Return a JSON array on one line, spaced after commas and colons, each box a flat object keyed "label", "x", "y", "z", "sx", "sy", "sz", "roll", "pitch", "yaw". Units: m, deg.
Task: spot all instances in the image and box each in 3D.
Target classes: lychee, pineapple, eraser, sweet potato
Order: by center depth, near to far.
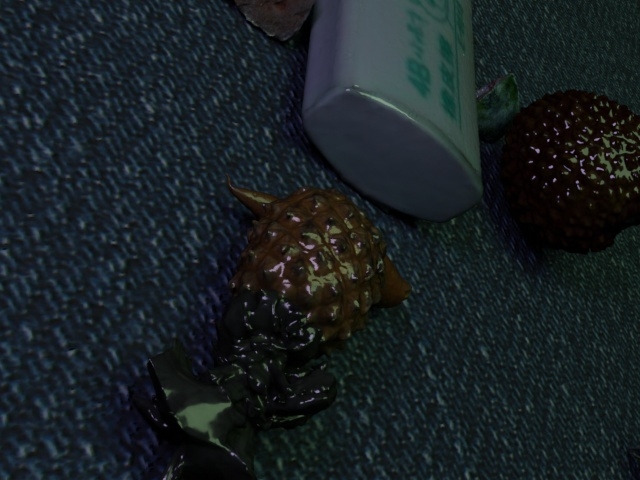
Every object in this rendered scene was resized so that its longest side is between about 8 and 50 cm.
[{"label": "pineapple", "x": -0.037, "y": 0.069, "z": 0.611, "sx": 0.237, "sy": 0.119, "sz": 0.111, "roll": -62, "pitch": 159, "yaw": -44}, {"label": "sweet potato", "x": 0.000, "y": 0.000, "z": 0.737, "sx": 0.195, "sy": 0.056, "sz": 0.056, "roll": 30, "pitch": 46, "yaw": -26}, {"label": "eraser", "x": 0.074, "y": -0.177, "z": 0.897, "sx": 0.189, "sy": 0.104, "sz": 0.290, "roll": 29, "pitch": 46, "yaw": -28}, {"label": "lychee", "x": 0.283, "y": -0.080, "z": 1.009, "sx": 0.188, "sy": 0.188, "sz": 0.188, "roll": 27, "pitch": 47, "yaw": -35}]

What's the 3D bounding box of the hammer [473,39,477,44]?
[{"label": "hammer", "x": 0.173, "y": -0.230, "z": 1.104, "sx": 0.019, "sy": 0.035, "sz": 0.110, "roll": 56, "pitch": 29, "yaw": -2}]

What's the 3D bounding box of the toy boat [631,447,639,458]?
[{"label": "toy boat", "x": 0.375, "y": 0.247, "z": 0.962, "sx": 0.091, "sy": 0.110, "sz": 0.175, "roll": -13, "pitch": 118, "yaw": -50}]

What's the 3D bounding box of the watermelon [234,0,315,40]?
[{"label": "watermelon", "x": -0.085, "y": -0.287, "z": 0.819, "sx": 0.241, "sy": 0.094, "sz": 0.154, "roll": 47, "pitch": 29, "yaw": -17}]

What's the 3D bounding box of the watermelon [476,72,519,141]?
[{"label": "watermelon", "x": 0.192, "y": -0.152, "z": 1.068, "sx": 0.085, "sy": 0.085, "sz": 0.061, "roll": 8, "pitch": 31, "yaw": -46}]
